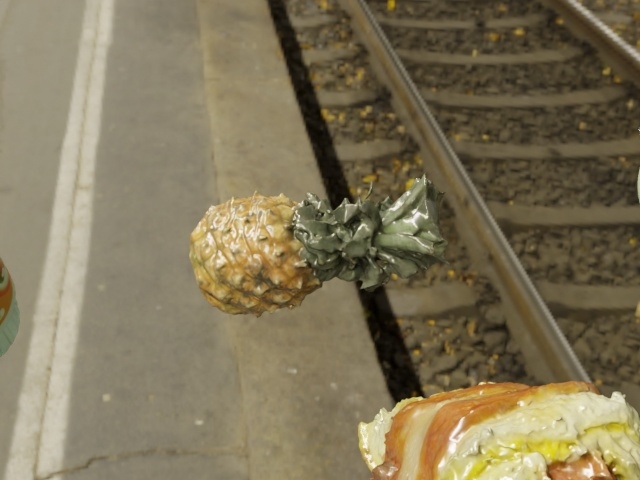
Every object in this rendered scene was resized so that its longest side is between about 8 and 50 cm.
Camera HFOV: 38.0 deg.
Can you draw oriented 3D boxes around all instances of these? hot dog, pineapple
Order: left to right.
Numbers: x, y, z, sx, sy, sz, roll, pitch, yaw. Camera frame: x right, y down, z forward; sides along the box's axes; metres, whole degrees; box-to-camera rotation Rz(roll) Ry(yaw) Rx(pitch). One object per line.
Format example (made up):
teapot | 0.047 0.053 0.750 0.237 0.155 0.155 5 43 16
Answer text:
pineapple | 0.001 0.000 0.903 0.248 0.128 0.128 -11 27 23
hot dog | 0.102 0.138 0.550 0.146 0.103 0.213 -12 -4 -12

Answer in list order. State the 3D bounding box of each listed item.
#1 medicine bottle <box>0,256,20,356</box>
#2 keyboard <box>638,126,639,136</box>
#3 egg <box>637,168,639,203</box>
medicine bottle | -0.442 0.024 1.023 0.158 0.318 0.158 0 58 0
keyboard | 0.483 -0.082 1.281 0.074 0.015 0.196 1 53 8
egg | 0.428 -0.051 1.016 0.150 0.149 0.192 -3 33 -10
